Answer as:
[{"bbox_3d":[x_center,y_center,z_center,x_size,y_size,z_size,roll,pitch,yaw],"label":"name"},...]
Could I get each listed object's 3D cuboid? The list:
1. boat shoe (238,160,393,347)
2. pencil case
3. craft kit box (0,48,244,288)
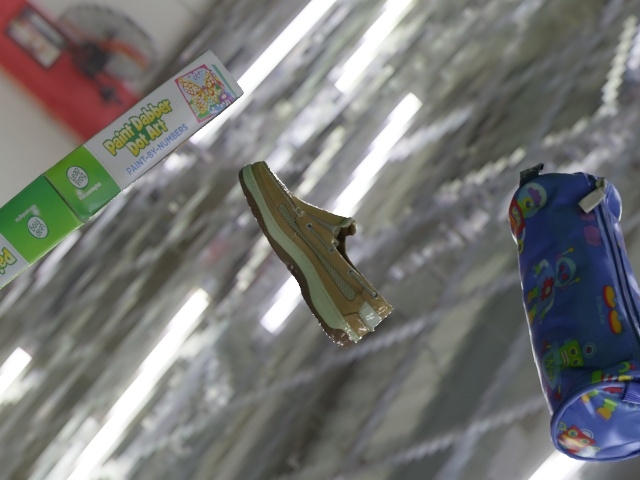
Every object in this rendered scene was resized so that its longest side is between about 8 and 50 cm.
[{"bbox_3d":[0.000,0.000,1.734,0.072,0.190,0.068,-36,165,9],"label":"boat shoe"},{"bbox_3d":[0.263,0.064,1.935,0.133,0.119,0.306,121,-28,-43],"label":"pencil case"},{"bbox_3d":[-0.212,-0.035,1.647,0.250,0.061,0.246,-34,-170,40],"label":"craft kit box"}]
